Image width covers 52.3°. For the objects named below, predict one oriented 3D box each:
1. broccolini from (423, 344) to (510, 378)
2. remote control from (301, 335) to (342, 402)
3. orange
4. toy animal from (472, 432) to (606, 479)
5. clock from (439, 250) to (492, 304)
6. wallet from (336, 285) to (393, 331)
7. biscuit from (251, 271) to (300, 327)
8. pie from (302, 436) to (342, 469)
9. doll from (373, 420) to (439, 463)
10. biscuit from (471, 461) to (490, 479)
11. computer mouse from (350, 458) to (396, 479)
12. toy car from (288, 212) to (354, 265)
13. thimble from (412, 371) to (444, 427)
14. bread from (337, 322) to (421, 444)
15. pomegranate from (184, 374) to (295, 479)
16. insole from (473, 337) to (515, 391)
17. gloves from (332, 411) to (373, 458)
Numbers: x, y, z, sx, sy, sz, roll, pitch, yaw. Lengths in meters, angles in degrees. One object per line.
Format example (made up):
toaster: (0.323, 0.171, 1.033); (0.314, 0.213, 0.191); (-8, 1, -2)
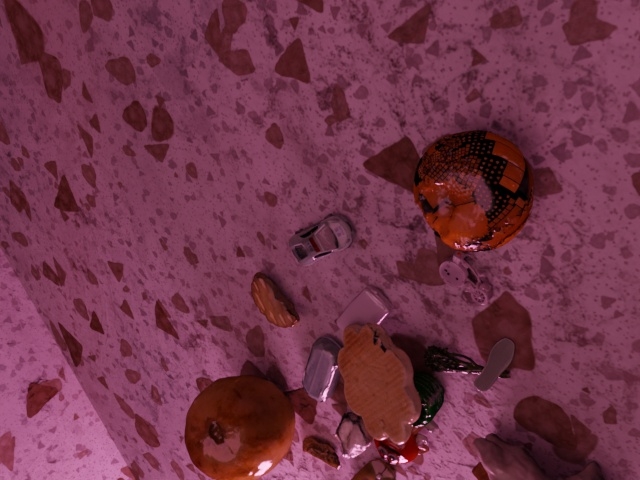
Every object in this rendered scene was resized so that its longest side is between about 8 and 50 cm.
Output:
broccolini: (0.344, 0.287, 1.527); (0.201, 0.058, 0.074); (3, 159, 20)
remote control: (0.005, 0.367, 1.842); (0.104, 0.052, 0.247); (34, 135, 22)
orange: (0.292, -0.096, 1.235); (0.235, 0.182, 0.234); (23, 123, 41)
toy animal: (0.508, 0.531, 1.457); (0.188, 0.266, 0.307); (-57, 31, 29)
clock: (0.320, 0.081, 1.415); (0.129, 0.041, 0.087); (41, 138, 20)
wallet: (0.111, 0.190, 1.661); (0.095, 0.033, 0.190); (43, 135, 10)
biscuit: (-0.128, 0.171, 1.830); (0.183, 0.061, 0.118); (48, 137, 10)
pie: (0.000, 0.655, 2.030); (0.170, 0.034, 0.091); (14, 125, 41)
doll: (0.204, 0.517, 1.743); (0.183, 0.085, 0.217); (36, 124, 18)
biscuit: (0.486, 0.656, 1.523); (0.047, 0.202, 0.334); (-45, 56, 3)
computer mouse: (0.153, 0.716, 1.929); (0.102, 0.045, 0.199); (40, 135, 11)
toy car: (0.000, 0.000, 1.625); (0.205, 0.056, 0.095); (-25, 96, 46)
thimble: (0.246, 0.395, 1.627); (0.118, 0.090, 0.130); (53, 136, 5)
bread: (0.144, 0.351, 1.615); (0.316, 0.054, 0.315); (27, 124, 50)
pomegranate: (-0.241, 0.570, 2.003); (0.338, 0.338, 0.337); (20, 126, 30)
insole: (0.392, 0.282, 1.470); (0.053, 0.002, 0.152); (30, 116, 6)
gloves: (0.097, 0.548, 1.851); (0.114, 0.071, 0.153); (66, 150, 28)
